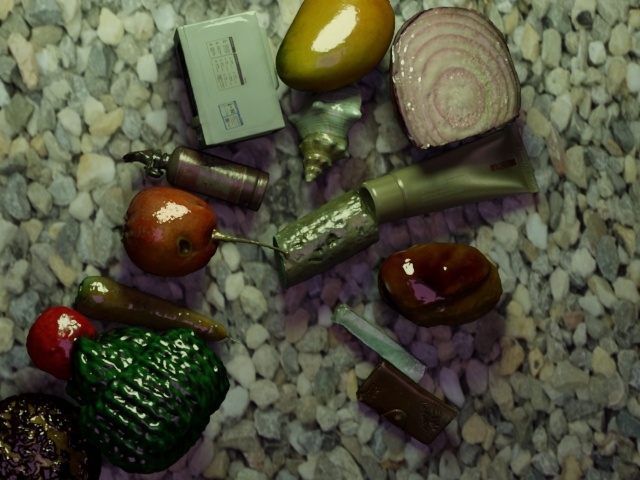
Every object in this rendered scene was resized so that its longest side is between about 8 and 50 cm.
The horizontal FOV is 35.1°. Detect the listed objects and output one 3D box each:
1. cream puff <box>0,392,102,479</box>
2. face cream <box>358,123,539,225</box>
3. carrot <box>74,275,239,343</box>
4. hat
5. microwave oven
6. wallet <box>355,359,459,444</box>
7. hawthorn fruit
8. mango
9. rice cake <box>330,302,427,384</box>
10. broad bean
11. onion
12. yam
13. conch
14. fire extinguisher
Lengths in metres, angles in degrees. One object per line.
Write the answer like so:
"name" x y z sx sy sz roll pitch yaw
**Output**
"cream puff" -0.480 0.372 1.671 0.239 0.165 0.239 0 88 -10
"face cream" 0.239 -0.112 1.865 0.341 0.084 0.137 -17 84 -18
"carrot" -0.279 0.132 1.762 0.298 0.078 0.078 19 87 -15
"hat" -0.328 0.213 1.668 0.332 0.274 0.242 37 86 6
"microwave oven" -0.159 -0.274 1.752 0.162 0.122 0.208 -15 94 -12
"wallet" 0.157 0.302 1.860 0.176 0.026 0.095 36 106 -11
"hawthorn fruit" -0.194 -0.012 1.720 0.285 0.165 0.165 2 90 -1
"mango" 0.034 -0.354 1.757 0.176 0.139 0.254 12 60 25
"rice cake" 0.110 0.188 1.858 0.211 0.034 0.043 38 92 -10
"broad bean" 0.217 0.079 1.836 0.229 0.122 0.156 0 65 -18
"onion" 0.223 -0.292 1.839 0.250 0.111 0.247 -16 86 -17
"yam" 0.000 0.000 1.797 0.194 0.107 0.107 -29 96 -9
"conch" 0.010 -0.214 1.780 0.114 0.137 0.234 13 94 -28
"fire extinguisher" -0.215 -0.121 1.749 0.252 0.106 0.075 18 92 -12
